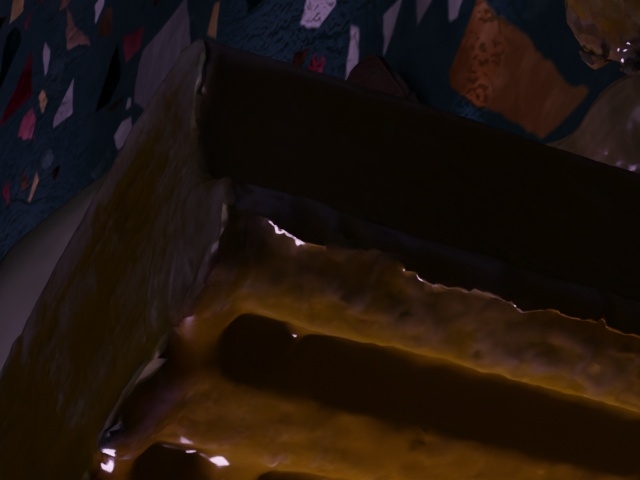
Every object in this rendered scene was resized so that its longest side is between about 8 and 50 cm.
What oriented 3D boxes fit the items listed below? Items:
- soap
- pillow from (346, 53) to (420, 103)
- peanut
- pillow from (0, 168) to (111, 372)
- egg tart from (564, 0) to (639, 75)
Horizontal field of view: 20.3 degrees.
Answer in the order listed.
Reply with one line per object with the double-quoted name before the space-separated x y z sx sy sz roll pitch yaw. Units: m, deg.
"soap" 0.034 0.090 0.831 0.293 0.335 0.156 -56 31 36
"pillow" 0.000 0.000 1.241 0.248 0.049 0.135 -58 31 18
"peanut" 0.152 -0.034 0.948 0.187 0.082 0.082 -41 41 48
"pillow" -0.217 0.121 1.493 0.255 0.120 0.322 -33 47 51
"egg tart" 0.191 -0.191 0.898 0.232 0.098 0.252 -41 26 32
